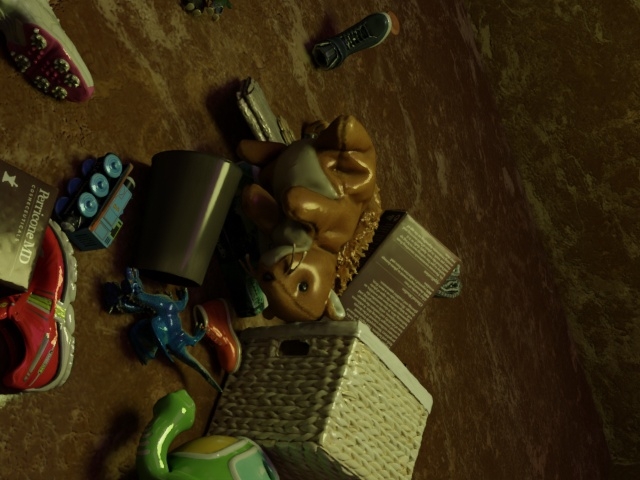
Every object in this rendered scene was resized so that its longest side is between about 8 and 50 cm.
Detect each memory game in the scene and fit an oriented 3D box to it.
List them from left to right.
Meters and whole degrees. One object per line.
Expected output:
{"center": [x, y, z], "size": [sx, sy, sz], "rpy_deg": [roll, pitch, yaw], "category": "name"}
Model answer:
{"center": [-0.061, -0.227, 1.668], "size": [0.186, 0.012, 0.186], "rpy_deg": [-24, 90, -83], "category": "memory game"}

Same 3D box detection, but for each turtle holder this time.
{"center": [-0.207, 0.442, 1.169], "size": [0.320, 0.243, 0.227], "rpy_deg": [40, 37, 7], "category": "turtle holder"}

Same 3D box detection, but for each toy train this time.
{"center": [-0.390, -0.071, 1.188], "size": [0.105, 0.080, 0.184], "rpy_deg": [59, 36, -39], "category": "toy train"}

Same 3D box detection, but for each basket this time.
{"center": [-0.260, -0.036, 1.273], "size": [0.154, 0.205, 0.226], "rpy_deg": [28, 67, -47], "category": "basket"}
{"center": [0.003, 0.362, 1.387], "size": [0.331, 0.329, 0.266], "rpy_deg": [47, 49, -36], "category": "basket"}

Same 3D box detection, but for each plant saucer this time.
{"center": [0.254, -0.759, 2.348], "size": [0.083, 0.013, 0.083], "rpy_deg": [22, 62, -49], "category": "plant saucer"}

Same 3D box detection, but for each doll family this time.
{"center": [-0.282, -0.574, 1.496], "size": [0.193, 0.076, 0.111], "rpy_deg": [41, 53, -36], "category": "doll family"}

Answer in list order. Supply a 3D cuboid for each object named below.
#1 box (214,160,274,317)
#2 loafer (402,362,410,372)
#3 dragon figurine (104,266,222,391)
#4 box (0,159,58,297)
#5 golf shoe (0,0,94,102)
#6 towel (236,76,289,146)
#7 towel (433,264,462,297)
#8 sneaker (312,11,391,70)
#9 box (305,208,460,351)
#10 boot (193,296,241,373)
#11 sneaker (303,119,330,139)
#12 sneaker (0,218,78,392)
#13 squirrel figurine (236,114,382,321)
{"center": [-0.151, -0.018, 1.516], "size": [0.232, 0.059, 0.321], "rpy_deg": [-34, 106, -53], "category": "box"}
{"center": [0.210, 0.378, 1.901], "size": [0.148, 0.056, 0.050], "rpy_deg": [5, 74, -64], "category": "loafer"}
{"center": [-0.291, 0.176, 1.235], "size": [0.144, 0.085, 0.289], "rpy_deg": [-32, 105, -53], "category": "dragon figurine"}
{"center": [-0.511, -0.028, 0.921], "size": [0.203, 0.167, 0.168], "rpy_deg": [33, 54, -45], "category": "box"}
{"center": [-0.481, -0.375, 1.126], "size": [0.306, 0.115, 0.140], "rpy_deg": [53, 39, -32], "category": "golf shoe"}
{"center": [-0.116, -0.238, 1.574], "size": [0.187, 0.049, 0.282], "rpy_deg": [-93, 157, -65], "category": "towel"}
{"center": [0.229, 0.110, 1.854], "size": [0.284, 0.235, 0.121], "rpy_deg": [10, 77, -53], "category": "towel"}
{"center": [0.080, -0.547, 1.861], "size": [0.163, 0.226, 0.086], "rpy_deg": [-41, 106, -48], "category": "sneaker"}
{"center": [0.131, 0.131, 1.592], "size": [0.191, 0.143, 0.381], "rpy_deg": [41, 81, -15], "category": "box"}
{"center": [-0.214, 0.198, 1.367], "size": [0.085, 0.059, 0.157], "rpy_deg": [-4, 74, -52], "category": "boot"}
{"center": [0.035, -0.169, 1.776], "size": [0.131, 0.112, 0.296], "rpy_deg": [18, 67, -53], "category": "sneaker"}
{"center": [-0.447, 0.093, 1.036], "size": [0.118, 0.107, 0.278], "rpy_deg": [4, 74, -44], "category": "sneaker"}
{"center": [0.000, 0.000, 1.398], "size": [0.397, 0.281, 0.370], "rpy_deg": [37, 52, -58], "category": "squirrel figurine"}
